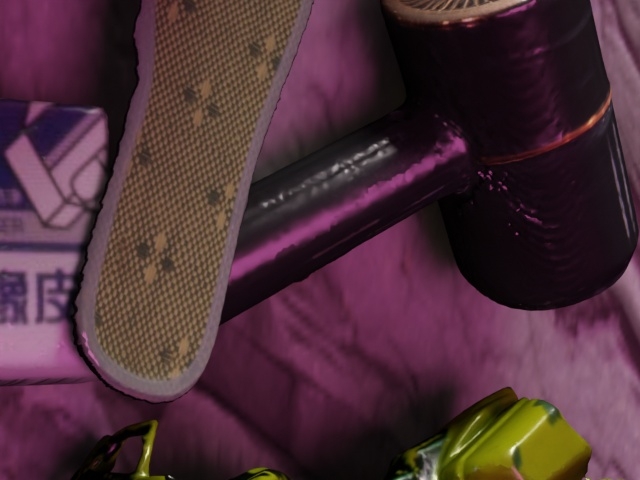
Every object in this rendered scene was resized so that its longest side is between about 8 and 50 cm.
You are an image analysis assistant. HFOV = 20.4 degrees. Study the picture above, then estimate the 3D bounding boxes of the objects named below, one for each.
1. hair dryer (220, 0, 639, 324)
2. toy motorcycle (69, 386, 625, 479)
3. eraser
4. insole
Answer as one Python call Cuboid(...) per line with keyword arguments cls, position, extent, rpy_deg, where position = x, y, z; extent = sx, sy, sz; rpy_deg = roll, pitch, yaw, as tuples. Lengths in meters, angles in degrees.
Cuboid(cls="hair dryer", position=(0.000, 0.000, 0.899), extent=(0.352, 0.107, 0.189), rpy_deg=(-29, 121, -17))
Cuboid(cls="toy motorcycle", position=(-0.005, 0.167, 0.894), extent=(0.342, 0.142, 0.206), rpy_deg=(-19, 84, -36))
Cuboid(cls="eraser", position=(-0.191, 0.001, 0.745), extent=(0.210, 0.068, 0.124), rpy_deg=(2, 82, -36))
Cuboid(cls="insole", position=(-0.051, -0.083, 0.814), extent=(0.109, 0.007, 0.322), rpy_deg=(26, 68, -38))
